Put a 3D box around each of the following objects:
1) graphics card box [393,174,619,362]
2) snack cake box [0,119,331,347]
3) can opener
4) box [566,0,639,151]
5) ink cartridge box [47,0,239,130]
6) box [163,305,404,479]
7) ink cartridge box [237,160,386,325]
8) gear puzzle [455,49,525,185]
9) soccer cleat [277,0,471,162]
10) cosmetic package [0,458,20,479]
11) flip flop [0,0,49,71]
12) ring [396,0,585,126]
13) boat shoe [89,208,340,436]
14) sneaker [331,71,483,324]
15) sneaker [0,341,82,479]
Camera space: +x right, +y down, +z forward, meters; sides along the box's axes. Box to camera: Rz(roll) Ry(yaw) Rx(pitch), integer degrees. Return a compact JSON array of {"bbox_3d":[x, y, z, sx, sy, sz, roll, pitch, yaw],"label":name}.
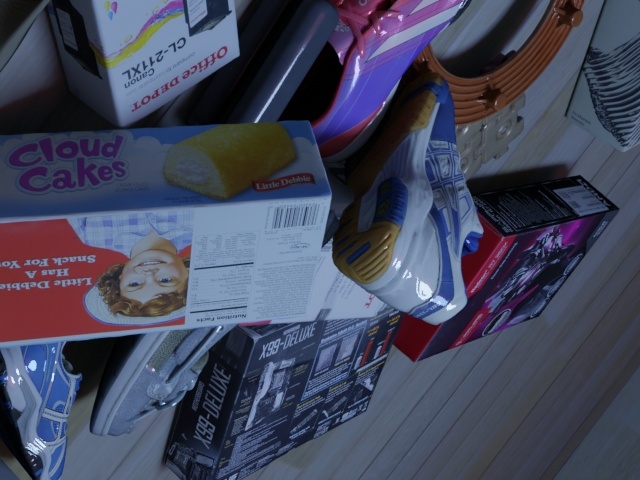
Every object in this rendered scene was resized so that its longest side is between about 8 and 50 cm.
[{"bbox_3d":[0.258,0.032,1.646,0.371,0.094,0.233,-12,139,-53],"label":"graphics card box"},{"bbox_3d":[-0.135,-0.005,0.908,0.264,0.089,0.152,-5,141,-15],"label":"snack cake box"},{"bbox_3d":[-0.087,-0.105,1.017,0.280,0.074,0.093,-55,156,2],"label":"can opener"},{"bbox_3d":[0.441,-0.269,1.591,0.094,0.113,0.275,-27,141,-37],"label":"box"},{"bbox_3d":[-0.133,-0.189,0.858,0.127,0.072,0.175,-38,148,-26],"label":"ink cartridge box"},{"bbox_3d":[-0.029,0.149,1.389,0.307,0.076,0.242,-20,138,-46],"label":"box"},{"bbox_3d":[0.000,0.000,1.216,0.218,0.092,0.158,2,124,-46],"label":"ink cartridge box"},{"bbox_3d":[0.121,-0.092,1.389,0.339,0.044,0.175,-40,151,-18],"label":"gear puzzle"},{"bbox_3d":[0.054,-0.214,1.075,0.318,0.108,0.116,-57,156,15],"label":"soccer cleat"},{"bbox_3d":[-0.320,0.310,1.019,0.151,0.183,0.151,-16,135,-48],"label":"cosmetic package"},{"bbox_3d":[-0.196,-0.201,0.704,0.277,0.112,0.080,-54,-171,13],"label":"flip flop"},{"bbox_3d":[0.200,-0.274,1.249,0.336,0.032,0.337,-26,133,-31],"label":"ring"},{"bbox_3d":[-0.112,0.073,1.087,0.320,0.103,0.118,-53,-164,15],"label":"boat shoe"},{"bbox_3d":[0.096,-0.040,1.126,0.112,0.131,0.296,-33,-152,40],"label":"sneaker"},{"bbox_3d":[-0.253,0.152,1.054,0.081,0.080,0.211,-32,146,-29],"label":"sneaker"}]
